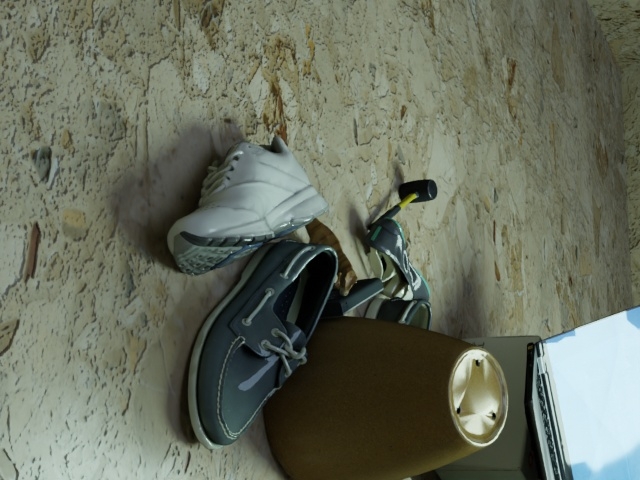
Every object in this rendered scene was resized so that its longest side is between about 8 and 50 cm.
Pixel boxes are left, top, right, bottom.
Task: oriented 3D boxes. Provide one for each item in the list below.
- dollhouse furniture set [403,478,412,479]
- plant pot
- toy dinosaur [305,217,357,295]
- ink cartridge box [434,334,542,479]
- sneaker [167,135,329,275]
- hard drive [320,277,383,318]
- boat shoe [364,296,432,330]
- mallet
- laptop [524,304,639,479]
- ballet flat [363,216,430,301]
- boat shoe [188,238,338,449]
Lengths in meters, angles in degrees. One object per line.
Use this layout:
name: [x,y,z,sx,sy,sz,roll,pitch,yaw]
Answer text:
dollhouse furniture set: [0.137,0.467,1.482,0.184,0.129,0.129,54,21,15]
plant pot: [0.097,0.199,1.242,0.237,0.254,0.237,11,74,-42]
toy dinosaur: [0.000,0.000,1.353,0.064,0.112,0.211,-11,51,-32]
ink cartridge box: [0.374,0.404,1.847,0.395,0.166,0.286,56,39,-39]
sneaker: [-0.102,-0.046,1.184,0.129,0.111,0.297,63,26,-2]
hard drive: [0.017,0.080,1.349,0.135,0.094,0.022,-25,104,-61]
boat shoe: [0.101,0.207,1.474,0.114,0.091,0.303,52,40,-43]
mallet: [0.124,-0.056,1.655,0.189,0.062,0.039,-33,112,-43]
laptop: [0.490,0.350,1.638,0.408,0.236,0.382,-44,122,-72]
ballet flat: [0.117,0.050,1.582,0.203,0.074,0.074,63,33,-43]
boat shoe: [-0.063,0.112,1.189,0.116,0.099,0.319,63,34,-31]
